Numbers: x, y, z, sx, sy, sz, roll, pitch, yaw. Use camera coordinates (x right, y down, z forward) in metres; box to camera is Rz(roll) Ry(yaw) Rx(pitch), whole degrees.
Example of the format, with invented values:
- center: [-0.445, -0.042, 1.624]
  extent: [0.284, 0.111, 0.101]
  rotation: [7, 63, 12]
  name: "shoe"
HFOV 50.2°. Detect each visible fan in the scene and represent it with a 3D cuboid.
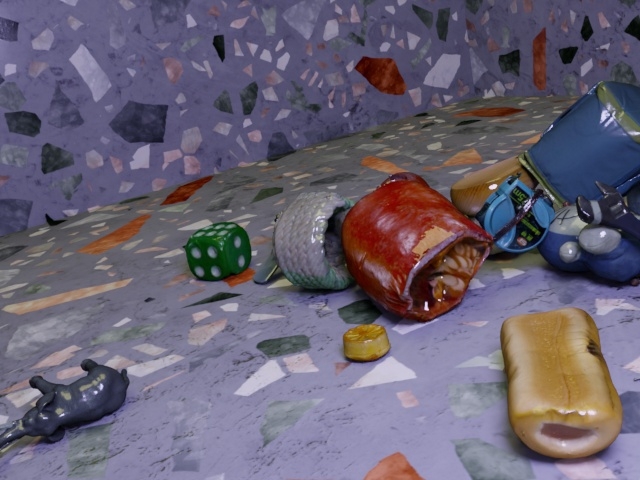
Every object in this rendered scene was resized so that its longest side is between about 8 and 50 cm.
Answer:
- center: [-0.075, -0.004, 1.692]
  extent: [0.057, 0.023, 0.282]
  rotation: [10, 57, 49]
  name: "fan"

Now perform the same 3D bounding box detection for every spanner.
- center: [0.581, 0.001, 1.157]
  extent: [0.316, 0.024, 0.087]
  rotation: [33, 64, 11]
  name: "spanner"

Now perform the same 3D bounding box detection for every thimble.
- center: [0.000, 0.000, 1.517]
  extent: [0.150, 0.218, 0.219]
  rotation: [1, 21, 38]
  name: "thimble"

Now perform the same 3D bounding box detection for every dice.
- center: [-0.262, 0.027, 1.763]
  extent: [0.128, 0.120, 0.131]
  rotation: [-1, 22, 29]
  name: "dice"

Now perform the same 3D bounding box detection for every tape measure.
- center: [0.380, -0.043, 1.324]
  extent: [0.146, 0.125, 0.081]
  rotation: [-48, 11, 13]
  name: "tape measure"

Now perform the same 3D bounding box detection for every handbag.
- center: [0.604, -0.194, 1.464]
  extent: [0.263, 0.222, 0.241]
  rotation: [-15, -25, -47]
  name: "handbag"

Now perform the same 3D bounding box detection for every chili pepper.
- center: [0.196, 0.028, 1.357]
  extent: [0.251, 0.229, 0.305]
  rotation: [-25, 30, -12]
  name: "chili pepper"

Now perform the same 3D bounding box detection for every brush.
- center: [0.430, -0.091, 1.566]
  extent: [0.267, 0.166, 0.174]
  rotation: [-30, 13, -28]
  name: "brush"

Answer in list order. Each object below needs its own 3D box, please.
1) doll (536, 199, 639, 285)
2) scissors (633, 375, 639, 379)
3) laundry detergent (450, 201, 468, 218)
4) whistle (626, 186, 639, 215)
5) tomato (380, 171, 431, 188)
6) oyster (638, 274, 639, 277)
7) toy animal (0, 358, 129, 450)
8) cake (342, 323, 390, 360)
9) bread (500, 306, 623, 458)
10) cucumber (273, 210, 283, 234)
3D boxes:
- center: [0.534, -0.010, 1.314]
  extent: [0.228, 0.154, 0.258]
  rotation: [-23, 21, -11]
  name: "doll"
- center: [0.484, 0.187, 0.977]
  extent: [0.083, 0.006, 0.036]
  rotation: [-16, 20, -13]
  name: "scissors"
- center: [0.428, -0.060, 1.680]
  extent: [0.226, 0.070, 0.099]
  rotation: [3, 34, 29]
  name: "laundry detergent"
- center: [0.783, -0.098, 1.439]
  extent: [0.189, 0.189, 0.348]
  rotation: [-21, 7, -27]
  name: "whistle"
- center: [0.228, -0.107, 1.826]
  extent: [0.167, 0.167, 0.167]
  rotation: [-10, 17, 3]
  name: "tomato"
- center: [0.662, 0.050, 1.256]
  extent: [0.146, 0.045, 0.121]
  rotation: [-5, 33, 22]
  name: "oyster"
- center: [-0.447, 0.279, 1.154]
  extent: [0.270, 0.082, 0.137]
  rotation: [-24, 20, -36]
  name: "toy animal"
- center: [0.080, 0.179, 1.194]
  extent: [0.084, 0.044, 0.084]
  rotation: [-10, 16, 3]
  name: "cake"
- center: [0.323, 0.187, 0.937]
  extent: [0.142, 0.091, 0.305]
  rotation: [-14, 16, 18]
  name: "bread"
- center: [0.043, -0.015, 1.742]
  extent: [0.325, 0.105, 0.145]
  rotation: [3, -4, 39]
  name: "cucumber"
